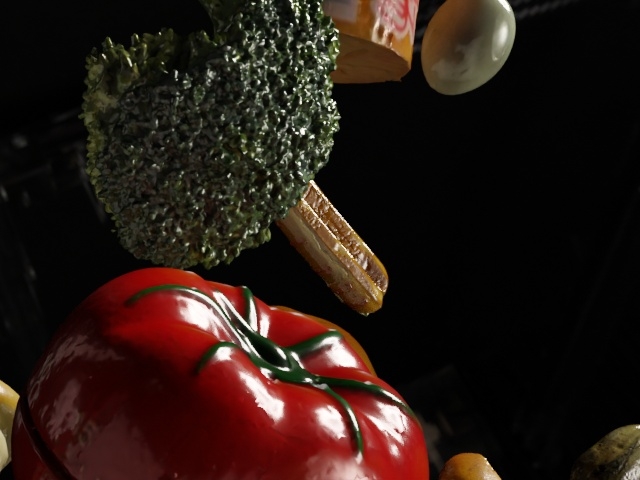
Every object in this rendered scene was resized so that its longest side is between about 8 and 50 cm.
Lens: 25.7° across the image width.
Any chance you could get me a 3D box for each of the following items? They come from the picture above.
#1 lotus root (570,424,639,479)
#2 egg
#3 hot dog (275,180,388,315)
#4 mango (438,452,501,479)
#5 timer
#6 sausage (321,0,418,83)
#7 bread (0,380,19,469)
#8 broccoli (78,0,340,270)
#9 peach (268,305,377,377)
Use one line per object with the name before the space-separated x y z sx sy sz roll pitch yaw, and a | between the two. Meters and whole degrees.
lotus root | 0.420 0.326 1.997 0.179 0.089 0.080 -31 -53 -34
egg | 0.194 -0.263 1.860 0.114 0.114 0.152 20 -71 -47
hot dog | 0.000 0.000 1.938 0.076 0.104 0.250 -32 -68 28
mango | 0.261 0.429 2.335 0.102 0.141 0.217 -37 8 0
timer | -0.092 0.201 1.277 0.378 0.378 0.279 15 -72 -45
sausage | 0.019 -0.368 1.789 0.233 0.287 0.233 6 -10 1
bread | -0.630 0.346 2.105 0.424 0.245 0.328 -29 -47 -67
broccoli | -0.145 -0.159 1.588 0.249 0.302 0.375 26 -88 -55
peach | -0.081 0.261 2.160 0.302 0.342 0.342 9 -51 -36
